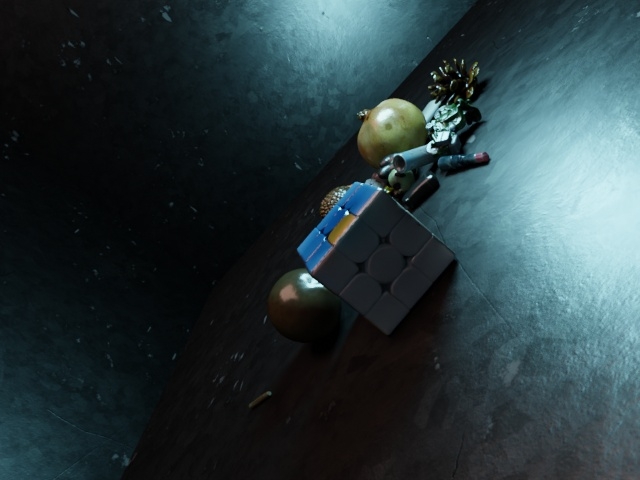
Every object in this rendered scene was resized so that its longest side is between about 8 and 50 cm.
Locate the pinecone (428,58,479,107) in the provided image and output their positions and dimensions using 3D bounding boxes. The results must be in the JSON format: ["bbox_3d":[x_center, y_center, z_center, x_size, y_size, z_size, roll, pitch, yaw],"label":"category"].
[{"bbox_3d":[0.569,-0.670,2.073,0.202,0.201,0.228,-46,-20,-51],"label":"pinecone"}]

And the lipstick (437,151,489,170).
[{"bbox_3d":[0.477,-0.266,1.611,0.053,0.053,0.234,-52,17,-8],"label":"lipstick"}]

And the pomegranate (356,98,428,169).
[{"bbox_3d":[0.302,-0.475,2.124,0.338,0.338,0.338,-46,15,16],"label":"pomegranate"}]

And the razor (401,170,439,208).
[{"bbox_3d":[0.359,-0.184,1.747,0.148,0.054,0.090,-44,12,21],"label":"razor"}]

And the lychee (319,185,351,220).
[{"bbox_3d":[0.109,-0.155,2.185,0.238,0.200,0.200,-22,15,-2],"label":"lychee"}]

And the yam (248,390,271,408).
[{"bbox_3d":[-0.212,0.556,1.677,0.116,0.021,0.021,-41,17,28],"label":"yam"}]

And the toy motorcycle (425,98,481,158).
[{"bbox_3d":[0.490,-0.415,1.779,0.187,0.124,0.274,-3,53,37],"label":"toy motorcycle"}]

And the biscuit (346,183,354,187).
[{"bbox_3d":[0.150,-0.214,2.433,0.183,0.118,0.061,-49,-29,21],"label":"biscuit"}]

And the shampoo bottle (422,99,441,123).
[{"bbox_3d":[0.501,-0.587,2.348,0.220,0.051,0.108,-53,17,-12],"label":"shampoo bottle"}]

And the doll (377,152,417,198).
[{"bbox_3d":[0.316,-0.266,1.922,0.135,0.143,0.234,-33,21,33],"label":"doll"}]

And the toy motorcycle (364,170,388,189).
[{"bbox_3d":[0.237,-0.210,2.139,0.112,0.112,0.254,-35,22,46],"label":"toy motorcycle"}]

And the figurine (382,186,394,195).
[{"bbox_3d":[0.262,-0.187,2.009,0.143,0.068,0.101,-18,31,-26],"label":"figurine"}]

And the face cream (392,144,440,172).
[{"bbox_3d":[0.381,-0.318,1.835,0.229,0.075,0.075,-21,-3,-32],"label":"face cream"}]

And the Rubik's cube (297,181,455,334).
[{"bbox_3d":[0.142,0.036,1.365,0.290,0.291,0.291,-50,15,1],"label":"Rubik's cube"}]

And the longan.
[{"bbox_3d":[-0.050,0.216,1.601,0.258,0.258,0.258,-46,15,16],"label":"longan"}]
